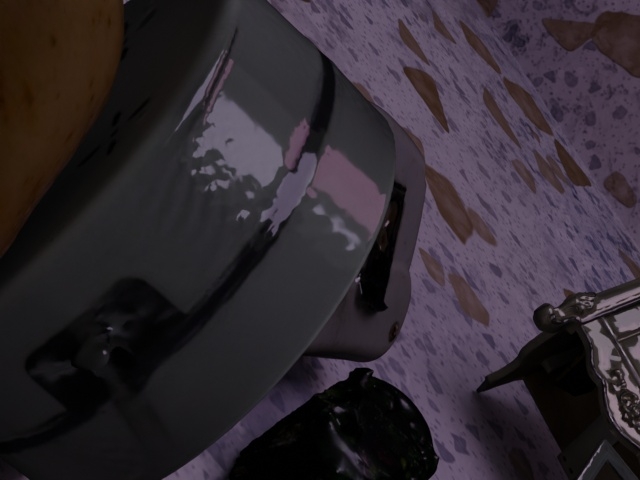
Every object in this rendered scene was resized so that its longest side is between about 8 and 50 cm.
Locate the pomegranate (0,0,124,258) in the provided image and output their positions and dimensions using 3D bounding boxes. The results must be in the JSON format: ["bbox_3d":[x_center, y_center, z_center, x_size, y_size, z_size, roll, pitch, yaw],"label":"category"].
[{"bbox_3d":[-0.272,-0.141,0.797,0.410,0.410,0.410,45,22,-24],"label":"pomegranate"}]

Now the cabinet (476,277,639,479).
[{"bbox_3d":[0.401,0.189,1.813,0.318,0.227,0.290,-18,69,-25],"label":"cabinet"}]

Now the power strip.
[{"bbox_3d":[-0.120,-0.001,1.011,0.161,0.357,0.357,44,23,-23],"label":"power strip"}]

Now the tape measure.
[{"bbox_3d":[0.000,0.000,1.443,0.258,0.130,0.265,13,90,-63],"label":"tape measure"}]

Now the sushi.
[{"bbox_3d":[0.020,0.187,1.328,0.124,0.127,0.225,56,18,6],"label":"sushi"}]

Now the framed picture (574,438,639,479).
[{"bbox_3d":[0.270,0.372,1.533,0.231,0.018,0.293,51,54,-11],"label":"framed picture"}]
